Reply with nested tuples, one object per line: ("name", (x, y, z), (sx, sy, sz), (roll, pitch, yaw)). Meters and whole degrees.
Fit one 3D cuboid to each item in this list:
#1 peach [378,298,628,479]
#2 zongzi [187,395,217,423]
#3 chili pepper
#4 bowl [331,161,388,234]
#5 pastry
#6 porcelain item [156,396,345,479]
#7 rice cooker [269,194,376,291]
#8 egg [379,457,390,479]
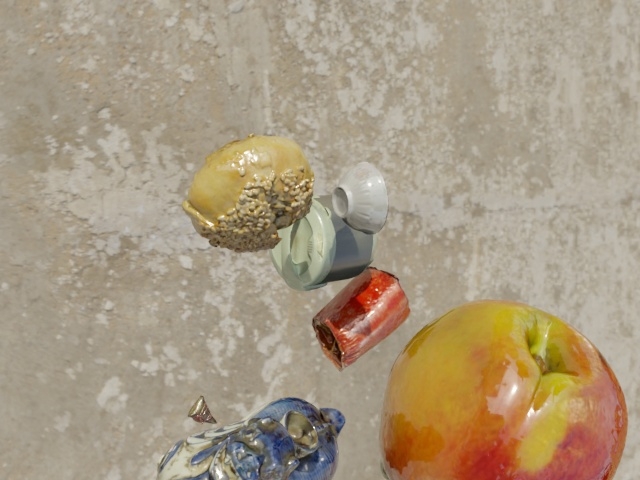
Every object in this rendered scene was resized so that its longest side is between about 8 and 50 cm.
("peach", (0.211, 0.235, 0.818), (0.307, 0.332, 0.308), (19, 41, -18))
("zongzi", (-0.311, 0.469, 1.715), (0.083, 0.073, 0.067), (96, 16, -50))
("chili pepper", (0.114, 0.244, 2.077), (0.305, 0.251, 0.229), (-33, 133, -24))
("bowl", (0.084, -0.100, 1.619), (0.086, 0.189, 0.189), (-10, 98, -28))
("pastry", (-0.150, -0.093, 1.485), (0.315, 0.184, 0.285), (-28, 144, -11))
("porcelain item", (-0.070, 0.263, 0.790), (0.288, 0.186, 0.138), (5, 50, -57))
("rice cooker", (-0.003, 0.000, 1.938), (0.277, 0.288, 0.289), (-9, 97, -41))
("egg", (0.184, 0.499, 1.452), (0.110, 0.085, 0.085), (-45, 120, -12))
